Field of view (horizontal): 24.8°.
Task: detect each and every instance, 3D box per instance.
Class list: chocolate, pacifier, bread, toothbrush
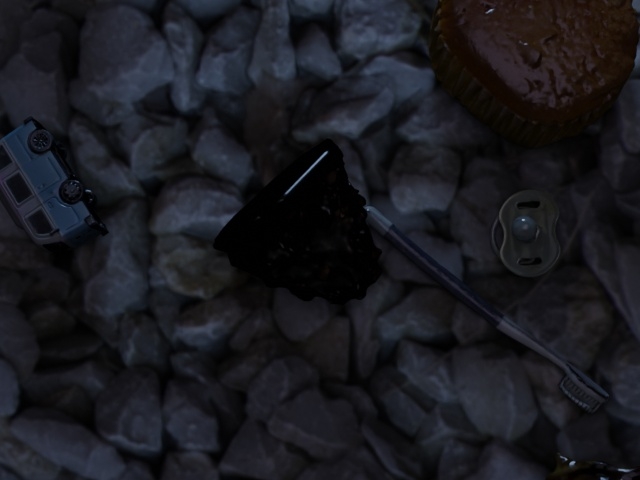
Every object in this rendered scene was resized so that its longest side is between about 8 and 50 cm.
[{"bbox_3d":[0.000,0.000,1.323,0.156,0.156,0.133,-45,101,-7],"label":"chocolate"},{"bbox_3d":[0.187,-0.009,1.350,0.068,0.064,0.083,-3,80,17],"label":"pacifier"},{"bbox_3d":[0.201,-0.191,1.360,0.199,0.104,0.199,0,79,-1],"label":"bread"},{"bbox_3d":[0.149,0.063,1.359,0.288,0.024,0.026,39,97,5],"label":"toothbrush"}]

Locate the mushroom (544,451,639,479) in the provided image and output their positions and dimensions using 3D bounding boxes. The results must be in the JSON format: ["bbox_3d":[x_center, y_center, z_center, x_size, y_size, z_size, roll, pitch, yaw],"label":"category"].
[{"bbox_3d":[0.243,0.392,1.168,0.331,0.334,0.356,40,92,6],"label":"mushroom"}]

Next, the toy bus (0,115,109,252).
[{"bbox_3d":[-0.258,-0.044,1.357,0.075,0.060,0.123,-33,80,-1],"label":"toy bus"}]
